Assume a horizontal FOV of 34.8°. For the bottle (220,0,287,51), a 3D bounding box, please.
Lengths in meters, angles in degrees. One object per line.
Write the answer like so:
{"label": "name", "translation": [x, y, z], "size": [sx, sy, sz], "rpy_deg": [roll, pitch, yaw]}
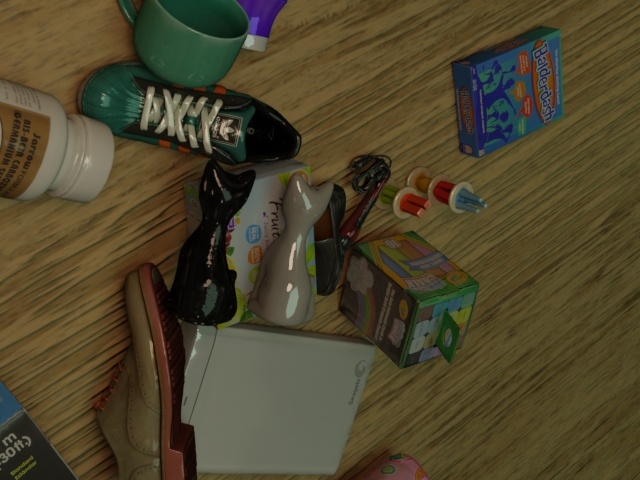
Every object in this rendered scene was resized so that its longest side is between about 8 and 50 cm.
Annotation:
{"label": "bottle", "translation": [-0.072, -0.386, 1.307], "size": [0.118, 0.092, 0.282], "rpy_deg": [3, 105, -38]}

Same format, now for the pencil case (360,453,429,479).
{"label": "pencil case", "translation": [0.055, 0.466, 1.727], "size": [0.284, 0.124, 0.124], "rpy_deg": [-23, 120, -29]}

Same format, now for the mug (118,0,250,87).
{"label": "mug", "translation": [-0.171, -0.259, 1.260], "size": [0.129, 0.157, 0.097], "rpy_deg": [-7, 141, -41]}

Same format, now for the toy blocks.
{"label": "toy blocks", "translation": [0.173, -0.064, 1.589], "size": [0.123, 0.148, 0.054], "rpy_deg": [-21, 118, -32]}

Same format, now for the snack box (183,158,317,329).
{"label": "snack box", "translation": [-0.096, 0.000, 1.454], "size": [0.175, 0.070, 0.207], "rpy_deg": [-17, 119, -32]}

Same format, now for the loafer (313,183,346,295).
{"label": "loafer", "translation": [0.000, 0.000, 1.519], "size": [0.061, 0.062, 0.170], "rpy_deg": [-11, 103, -70]}

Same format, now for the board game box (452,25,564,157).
{"label": "board game box", "translation": [0.316, -0.248, 1.697], "size": [0.210, 0.047, 0.160], "rpy_deg": [-27, 122, -29]}

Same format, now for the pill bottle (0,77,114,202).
{"label": "pill bottle", "translation": [-0.359, -0.115, 1.161], "size": [0.229, 0.131, 0.131], "rpy_deg": [15, 98, -41]}

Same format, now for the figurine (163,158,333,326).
{"label": "figurine", "translation": [-0.085, 0.004, 1.358], "size": [0.215, 0.092, 0.209], "rpy_deg": [5, 105, -38]}

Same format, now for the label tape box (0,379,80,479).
{"label": "label tape box", "translation": [-0.456, 0.305, 1.262], "size": [0.249, 0.115, 0.347], "rpy_deg": [-39, 128, -20]}

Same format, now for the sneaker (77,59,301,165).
{"label": "sneaker", "translation": [-0.155, -0.160, 1.311], "size": [0.302, 0.121, 0.108], "rpy_deg": [5, 103, -39]}

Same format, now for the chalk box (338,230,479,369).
{"label": "chalk box", "translation": [0.150, 0.101, 1.577], "size": [0.132, 0.213, 0.132], "rpy_deg": [-14, 130, -35]}

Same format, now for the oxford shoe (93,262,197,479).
{"label": "oxford shoe", "translation": [-0.249, 0.205, 1.383], "size": [0.130, 0.123, 0.348], "rpy_deg": [-4, 95, 4]}

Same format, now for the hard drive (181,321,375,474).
{"label": "hard drive", "translation": [-0.085, 0.248, 1.575], "size": [0.353, 0.047, 0.233], "rpy_deg": [12, 99, -41]}

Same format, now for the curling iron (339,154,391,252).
{"label": "curling iron", "translation": [0.028, -0.014, 1.574], "size": [0.068, 0.035, 0.274], "rpy_deg": [27, 95, -20]}
